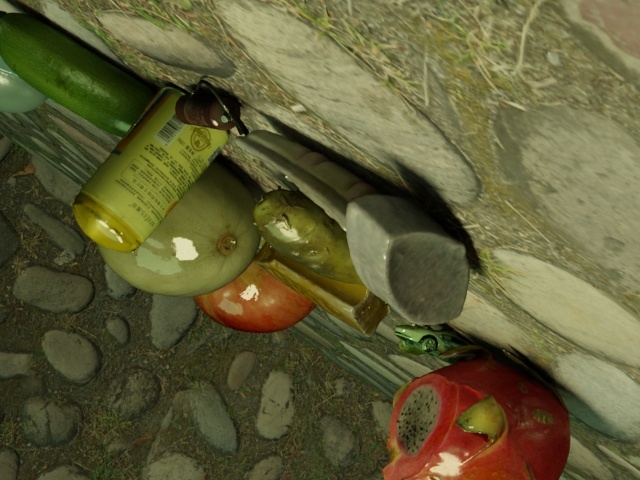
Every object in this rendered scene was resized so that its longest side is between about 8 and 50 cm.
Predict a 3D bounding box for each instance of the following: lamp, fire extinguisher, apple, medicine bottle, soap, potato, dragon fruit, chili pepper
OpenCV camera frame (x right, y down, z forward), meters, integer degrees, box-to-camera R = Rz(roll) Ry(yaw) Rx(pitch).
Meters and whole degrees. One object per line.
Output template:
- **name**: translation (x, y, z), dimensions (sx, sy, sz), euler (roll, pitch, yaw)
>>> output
- **lamp**: translation (-0.615, -0.325, 1.849), dimensions (0.284, 0.147, 0.209), euler (36, 173, 4)
- **fire extinguisher**: translation (-0.143, -0.171, 1.285), dimensions (0.078, 0.045, 0.157), euler (59, 162, -24)
- **apple**: translation (-0.148, 0.109, 2.082), dimensions (0.293, 0.163, 0.251), euler (25, -179, 41)
- **medicine bottle**: translation (-0.243, -0.093, 1.411), dimensions (0.124, 0.239, 0.124), euler (37, 169, 9)
- **soap**: translation (-0.007, 0.064, 1.806), dimensions (0.257, 0.080, 0.160), euler (31, 168, 26)
- **potato**: translation (0.000, 0.000, 1.458), dimensions (0.225, 0.090, 0.117), euler (33, 166, -22)
- **dragon fruit**: translation (0.215, 0.294, 1.529), dimensions (0.189, 0.290, 0.290), euler (35, 172, -26)
- **chili pepper**: translation (0.179, 0.185, 1.856), dimensions (0.052, 0.050, 0.201), euler (-1, 167, -2)

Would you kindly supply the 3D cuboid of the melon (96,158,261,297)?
- **melon**: translation (-0.237, -0.030, 1.662), dimensions (0.308, 0.272, 0.272), euler (13, 162, 21)

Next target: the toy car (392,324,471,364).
- **toy car**: translation (0.207, 0.176, 1.670), dimensions (0.186, 0.058, 0.093), euler (27, 173, -20)

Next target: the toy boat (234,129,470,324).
- **toy boat**: translation (0.063, -0.014, 1.202), dimensions (0.276, 0.111, 0.293), euler (44, 180, -40)

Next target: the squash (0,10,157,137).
- **squash**: translation (-0.385, -0.257, 1.542), dimensions (0.379, 0.101, 0.101), euler (34, 170, 17)

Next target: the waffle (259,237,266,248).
- **waffle**: translation (-0.234, -0.078, 1.983), dimensions (0.292, 0.056, 0.309), euler (41, 170, -30)
